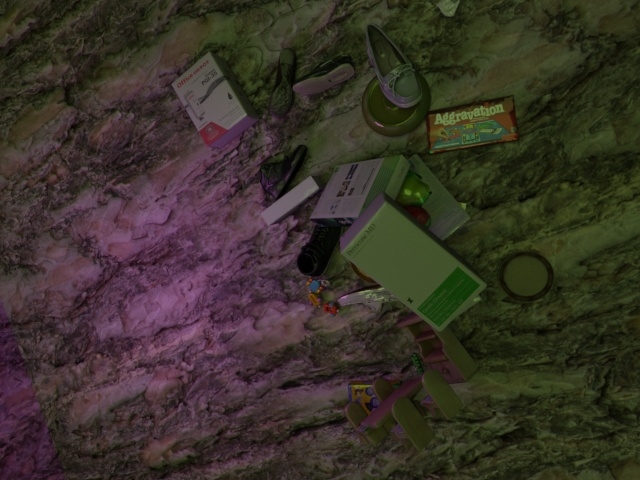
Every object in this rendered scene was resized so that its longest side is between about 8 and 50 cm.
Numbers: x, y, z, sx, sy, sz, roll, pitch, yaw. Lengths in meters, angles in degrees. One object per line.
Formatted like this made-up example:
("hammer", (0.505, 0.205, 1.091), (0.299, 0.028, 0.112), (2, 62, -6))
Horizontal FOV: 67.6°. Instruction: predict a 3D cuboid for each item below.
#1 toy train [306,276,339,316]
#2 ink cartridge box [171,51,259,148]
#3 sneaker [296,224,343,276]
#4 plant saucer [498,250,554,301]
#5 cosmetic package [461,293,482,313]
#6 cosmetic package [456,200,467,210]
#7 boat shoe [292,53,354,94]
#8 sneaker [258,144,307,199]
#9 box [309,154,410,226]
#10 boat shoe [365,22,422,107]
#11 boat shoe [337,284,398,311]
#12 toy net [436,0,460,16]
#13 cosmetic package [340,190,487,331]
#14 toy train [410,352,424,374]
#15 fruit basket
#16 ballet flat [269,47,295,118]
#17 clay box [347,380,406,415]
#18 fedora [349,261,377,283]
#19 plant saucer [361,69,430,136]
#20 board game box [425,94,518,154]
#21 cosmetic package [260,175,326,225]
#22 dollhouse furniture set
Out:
("toy train", (0.013, 0.198, 1.758), (0.125, 0.046, 0.166), (5, 122, 30))
("ink cartridge box", (-0.396, -0.521, 1.795), (0.207, 0.117, 0.283), (-33, 85, 18))
("sneaker", (0.000, 0.000, 1.705), (0.104, 0.147, 0.296), (20, 99, 17))
("plant saucer", (0.672, 0.117, 1.567), (0.168, 0.029, 0.169), (2, 95, 16))
("cosmetic package", (0.396, 0.120, 1.550), (0.138, 0.224, 0.225), (-42, 82, 16))
("cosmetic package", (0.431, -0.109, 1.614), (0.115, 0.041, 0.060), (10, 98, 16))
("boat shoe", (0.007, -0.586, 1.693), (0.232, 0.084, 0.079), (-17, 67, 21))
("sneaker", (-0.148, -0.275, 1.756), (0.130, 0.087, 0.228), (38, 110, 4))
("box", (0.122, -0.155, 1.560), (0.322, 0.058, 0.232), (1, 60, 53))
("boat shoe", (0.229, -0.570, 1.558), (0.118, 0.103, 0.321), (-26, 67, 13))
("boat shoe", (0.196, 0.208, 1.688), (0.276, 0.098, 0.096), (-15, 90, 17))
("toy net", (0.426, -0.842, 1.549), (0.122, 0.045, 0.233), (-6, 95, 16))
("cosmetic package", (0.251, 0.056, 1.341), (0.365, 0.155, 0.197), (37, 105, -9))
("toy train", (0.345, 0.440, 1.706), (0.023, 0.017, 0.083), (-24, 87, 29))
("fruit basket", (0.267, -0.075, 1.541), (0.327, 0.165, 0.353), (-42, 50, 16))
("ballet flat", (-0.136, -0.573, 1.748), (0.084, 0.058, 0.250), (8, 104, -5))
("clay box", (0.217, 0.579, 1.739), (0.221, 0.053, 0.128), (-6, 92, 18))
("fedora", (0.181, 0.061, 1.688), (0.194, 0.079, 0.195), (2, 96, 17))
("plant saucer", (0.251, -0.477, 1.625), (0.240, 0.037, 0.241), (0, 90, 21))
("board game box", (0.495, -0.379, 1.578), (0.281, 0.027, 0.145), (-7, 92, 18))
("cosmetic package", (-0.098, -0.144, 1.747), (0.239, 0.099, 0.061), (-35, 84, 18))
("dollhouse furniture set", (0.272, 0.434, 1.531), (0.394, 0.362, 0.257), (-33, 84, -26))
